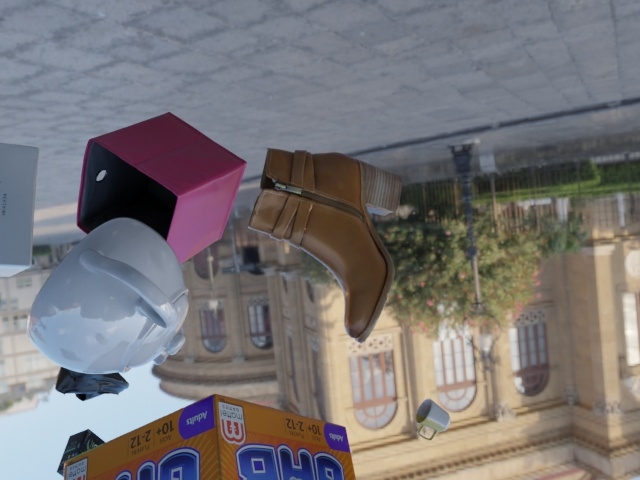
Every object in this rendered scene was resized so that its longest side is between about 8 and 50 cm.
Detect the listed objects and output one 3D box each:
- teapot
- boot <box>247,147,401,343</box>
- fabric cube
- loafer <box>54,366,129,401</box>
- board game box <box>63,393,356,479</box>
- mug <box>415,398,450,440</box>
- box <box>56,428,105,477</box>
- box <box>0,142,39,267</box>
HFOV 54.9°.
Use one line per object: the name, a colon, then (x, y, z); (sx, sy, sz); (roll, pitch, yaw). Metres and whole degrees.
teapot: (-0.280, 0.101, 0.901); (0.187, 0.253, 0.256); (36, -162, 1)
boot: (0.000, 0.000, 0.927); (0.220, 0.284, 0.109); (11, 172, -13)
fabric cube: (-0.374, -0.112, 1.450); (0.259, 0.254, 0.258); (33, -144, 12)
loafer: (-0.482, 0.292, 1.285); (0.080, 0.078, 0.220); (38, 172, 24)
board game box: (-0.163, 0.504, 1.003); (0.356, 0.357, 0.356); (-29, 144, 25)
mug: (0.254, 0.406, 1.397); (0.064, 0.078, 0.062); (31, -160, -10)
box: (-0.470, 0.430, 1.220); (0.052, 0.062, 0.083); (-24, -146, 16)
box: (-0.648, -0.047, 1.159); (0.168, 0.215, 0.345); (4, 172, -32)
